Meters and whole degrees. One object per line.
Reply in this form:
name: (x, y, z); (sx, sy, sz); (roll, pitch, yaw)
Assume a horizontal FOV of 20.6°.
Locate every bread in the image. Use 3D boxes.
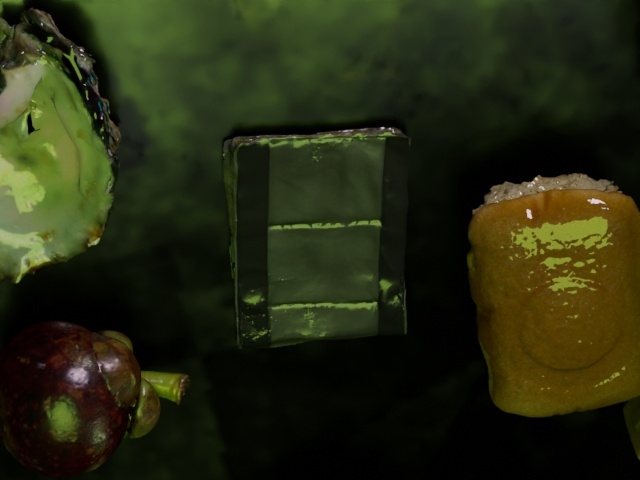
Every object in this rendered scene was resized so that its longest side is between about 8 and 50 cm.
bread: (0.226, 0.049, 1.663); (0.174, 0.121, 0.246); (-10, 122, -2)

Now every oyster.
oyster: (-0.276, -0.079, 1.552); (0.198, 0.092, 0.260); (7, 127, -11)

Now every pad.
pad: (0.000, 0.000, 1.665); (0.174, 0.022, 0.233); (-5, 121, -5)

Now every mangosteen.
mangosteen: (-0.224, 0.134, 1.657); (0.181, 0.156, 0.146); (-33, 94, -20)

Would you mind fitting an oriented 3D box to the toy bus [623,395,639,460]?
toy bus: (0.434, 0.094, 1.716); (0.123, 0.121, 0.336); (27, 114, -13)
